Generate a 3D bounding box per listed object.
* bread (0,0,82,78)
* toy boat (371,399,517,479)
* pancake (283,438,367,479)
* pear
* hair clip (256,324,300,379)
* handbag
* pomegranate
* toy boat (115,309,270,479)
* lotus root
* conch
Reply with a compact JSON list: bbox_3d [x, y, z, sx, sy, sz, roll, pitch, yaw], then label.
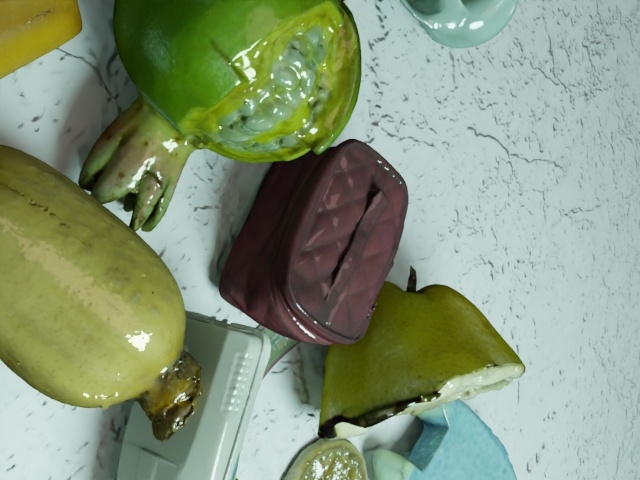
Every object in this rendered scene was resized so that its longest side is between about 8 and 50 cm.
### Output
[{"bbox_3d":[-0.289,-0.157,0.509,0.239,0.074,0.092,-44,116,-31],"label":"bread"},{"bbox_3d":[0.184,0.380,0.981,0.330,0.123,0.215,53,52,-19],"label":"toy boat"},{"bbox_3d":[0.008,0.329,0.853,0.152,0.025,0.151,-3,94,-42],"label":"pancake"},{"bbox_3d":[0.101,0.133,0.828,0.267,0.267,0.178,2,58,-42],"label":"pear"},{"bbox_3d":[-0.061,0.128,0.774,0.137,0.022,0.054,-45,121,-34],"label":"hair clip"},{"bbox_3d":[0.000,0.000,0.734,0.146,0.135,0.225,40,64,-36],"label":"handbag"},{"bbox_3d":[-0.103,-0.146,0.608,0.302,0.236,0.236,-43,128,9],"label":"pomegranate"},{"bbox_3d":[-0.125,0.208,0.657,0.141,0.141,0.269,7,92,-42],"label":"toy boat"},{"bbox_3d":[-0.216,0.037,0.547,0.146,0.131,0.303,-41,109,2],"label":"lotus root"},{"bbox_3d":[0.164,-0.356,0.866,0.185,0.121,0.221,-46,115,-25],"label":"conch"}]
